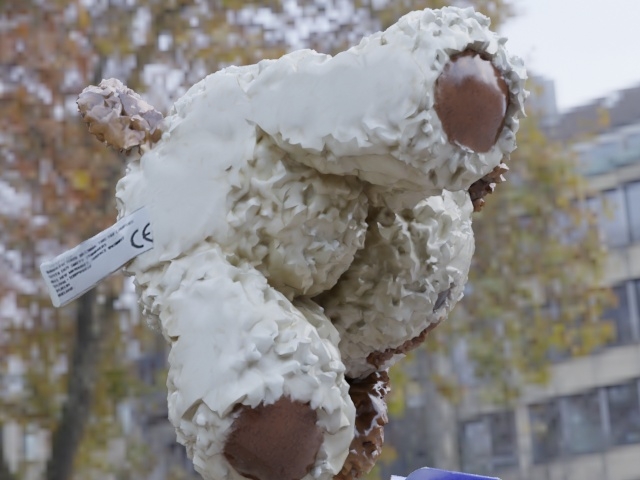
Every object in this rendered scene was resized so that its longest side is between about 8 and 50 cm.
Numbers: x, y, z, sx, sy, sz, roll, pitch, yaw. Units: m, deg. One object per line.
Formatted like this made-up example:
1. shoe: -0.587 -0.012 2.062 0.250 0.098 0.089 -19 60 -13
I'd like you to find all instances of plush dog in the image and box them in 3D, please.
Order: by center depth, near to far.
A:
1. plush dog: 0.000 0.000 0.978 0.211 0.262 0.225 27 -2 35

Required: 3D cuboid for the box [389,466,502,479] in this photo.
1. box: 0.072 0.183 0.999 0.081 0.136 0.028 7 18 10
